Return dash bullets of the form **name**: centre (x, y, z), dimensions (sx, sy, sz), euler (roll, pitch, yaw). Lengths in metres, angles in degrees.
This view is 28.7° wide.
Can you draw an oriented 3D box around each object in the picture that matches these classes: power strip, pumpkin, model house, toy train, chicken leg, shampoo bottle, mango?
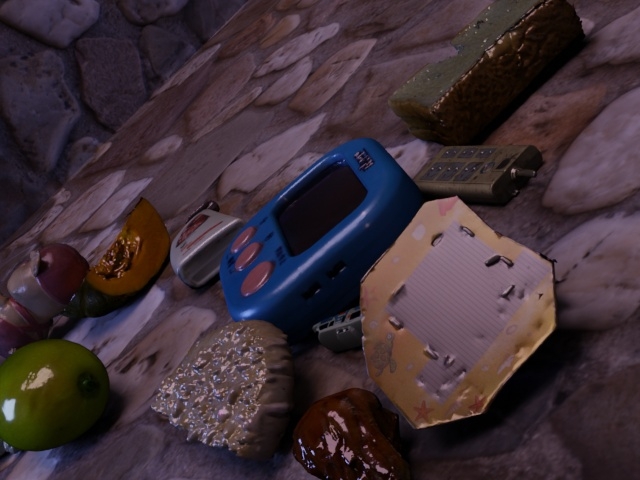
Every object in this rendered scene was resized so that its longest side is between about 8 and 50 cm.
- **power strip**: centre (0.215, -0.090, 1.688), dimensions (0.092, 0.034, 0.268), euler (-46, 20, -15)
- **pumpkin**: centre (-0.390, 0.070, 2.397), dimensions (0.163, 0.111, 0.278), euler (-44, 14, 45)
- **model house**: centre (0.155, 0.092, 1.324), dimensions (0.207, 0.136, 0.219), euler (38, 94, 31)
- **toy train**: centre (0.070, 0.097, 1.542), dimensions (0.207, 0.043, 0.047), euler (-24, 29, 39)
- **chicken leg**: centre (0.055, 0.227, 1.241), dimensions (0.113, 0.093, 0.304), euler (-32, 22, -9)
- **shampoo bottle**: centre (-0.205, -0.008, 2.236), dimensions (0.153, 0.071, 0.284), euler (-42, 20, 1)
- **mango**: centre (-0.455, 0.247, 2.030), dimensions (0.192, 0.156, 0.343), euler (-39, 14, -22)

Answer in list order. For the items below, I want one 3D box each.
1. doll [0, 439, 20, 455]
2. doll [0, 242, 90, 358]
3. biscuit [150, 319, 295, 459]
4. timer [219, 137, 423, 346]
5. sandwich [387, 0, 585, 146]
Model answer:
- **doll**: centre (-0.576, 0.340, 2.172), dimensions (0.214, 0.071, 0.103), euler (-16, 32, 40)
- **doll**: centre (-0.561, 0.114, 2.479), dimensions (0.256, 0.152, 0.196), euler (-48, -8, 7)
- **biscuit**: centre (-0.104, 0.183, 1.578), dimensions (0.179, 0.084, 0.281), euler (-60, 27, -7)
- **timer**: centre (0.000, 0.000, 1.773), dimensions (0.309, 0.115, 0.340), euler (-42, 19, 5)
- **sandwich**: centre (0.247, -0.262, 1.917), dimensions (0.273, 0.095, 0.249), euler (-44, 16, -6)
